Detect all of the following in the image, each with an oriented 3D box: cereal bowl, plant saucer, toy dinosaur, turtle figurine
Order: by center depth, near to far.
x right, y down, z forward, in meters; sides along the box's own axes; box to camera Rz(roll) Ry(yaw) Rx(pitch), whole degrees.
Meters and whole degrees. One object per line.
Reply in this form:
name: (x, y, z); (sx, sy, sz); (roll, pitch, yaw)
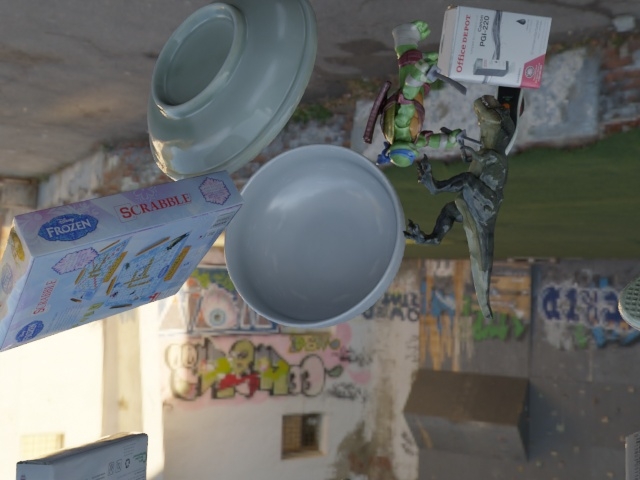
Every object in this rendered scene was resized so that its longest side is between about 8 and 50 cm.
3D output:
toy dinosaur: (0.164, -0.041, 0.834); (0.118, 0.268, 0.064); (3, -176, -13)
plant saucer: (-0.188, -0.297, 1.250); (0.400, 0.400, 0.100); (-2, 157, 40)
turtle figurine: (0.216, -0.266, 1.316); (0.198, 0.266, 0.275); (19, 148, -33)
cereal bowl: (0.000, 0.000, 1.330); (0.339, 0.339, 0.141); (0, 168, 19)

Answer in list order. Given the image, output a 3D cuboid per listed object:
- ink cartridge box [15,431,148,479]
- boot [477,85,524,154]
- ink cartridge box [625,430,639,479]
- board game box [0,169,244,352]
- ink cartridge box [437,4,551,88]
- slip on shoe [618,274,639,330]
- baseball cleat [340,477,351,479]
ink cartridge box: (-0.375, 0.492, 1.143); (0.071, 0.330, 0.324); (0, 172, 11)
boot: (0.463, -0.286, 1.809); (0.088, 0.244, 0.176); (16, 172, 19)
ink cartridge box: (0.738, 0.587, 1.366); (0.385, 0.308, 0.091); (36, 135, -15)
board game box: (-0.314, 0.033, 1.074); (0.318, 0.066, 0.318); (-18, 161, -40)
ink cartridge box: (0.379, -0.425, 1.583); (0.218, 0.158, 0.092); (5, -167, -6)
slip on shoe: (0.602, 0.088, 1.086); (0.331, 0.123, 0.101); (-11, 141, -14)
baseball cleat: (0.095, 0.642, 1.623); (0.109, 0.206, 0.072); (-36, 169, -47)
